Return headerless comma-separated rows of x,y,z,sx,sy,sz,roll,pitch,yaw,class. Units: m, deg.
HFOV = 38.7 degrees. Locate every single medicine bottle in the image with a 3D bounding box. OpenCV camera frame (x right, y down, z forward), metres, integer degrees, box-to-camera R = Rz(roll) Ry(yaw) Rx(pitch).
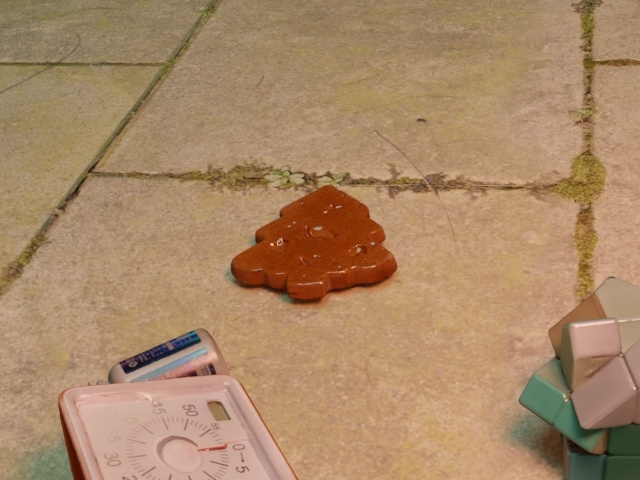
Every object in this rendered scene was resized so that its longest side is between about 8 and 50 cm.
-0.233,0.208,1.309,0.191,0.107,0.107,-23,40,-18,medicine bottle

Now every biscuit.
0.000,0.000,1.591,0.283,0.043,0.306,-1,36,12,biscuit

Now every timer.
-0.177,0.290,1.157,0.249,0.161,0.257,-14,36,-22,timer

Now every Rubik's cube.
0.384,0.169,1.158,0.265,0.213,0.224,-3,38,8,Rubik's cube
